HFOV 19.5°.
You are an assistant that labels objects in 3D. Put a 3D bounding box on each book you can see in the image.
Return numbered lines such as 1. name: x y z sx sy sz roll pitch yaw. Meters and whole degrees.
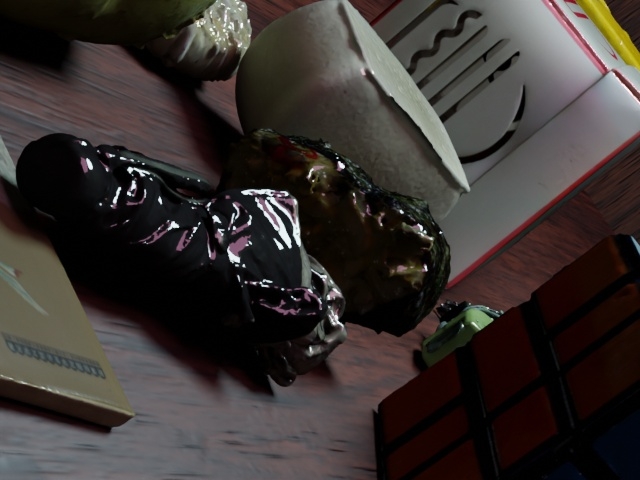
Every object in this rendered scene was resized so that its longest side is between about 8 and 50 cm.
1. book: -0.234 -0.032 1.124 0.310 0.021 0.217 60 15 26

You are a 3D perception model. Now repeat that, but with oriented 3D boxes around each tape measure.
1. tape measure: 0.181 0.136 1.904 0.177 0.087 0.154 52 13 -15

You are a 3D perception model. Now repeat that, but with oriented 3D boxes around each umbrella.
1. umbrella: -0.084 0.004 1.320 0.358 0.106 0.113 35 26 -56

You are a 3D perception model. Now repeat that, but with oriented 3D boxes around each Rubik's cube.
1. Rubik's cube: 0.238 0.210 1.525 0.288 0.283 0.293 47 17 -19

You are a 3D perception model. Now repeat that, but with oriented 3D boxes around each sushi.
1. sushi: 0.000 0.000 1.587 0.212 0.147 0.115 40 15 20

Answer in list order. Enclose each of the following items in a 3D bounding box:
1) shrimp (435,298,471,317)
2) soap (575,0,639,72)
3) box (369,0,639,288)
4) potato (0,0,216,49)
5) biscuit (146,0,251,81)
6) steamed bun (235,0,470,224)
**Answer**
1. shrimp: 0.186 0.129 2.023 0.161 0.034 0.091 48 23 -1
2. soap: 0.279 -0.159 2.446 0.204 0.324 0.096 57 19 20
3. box: 0.199 -0.162 2.211 0.300 0.314 0.312 51 14 4
4. potato: -0.186 -0.268 1.452 0.270 0.219 0.359 43 22 -3
5. biscuit: -0.134 -0.235 1.798 0.179 0.084 0.281 51 16 -26
6. steamed bun: 0.018 -0.098 1.780 0.241 0.164 0.146 48 16 -45
